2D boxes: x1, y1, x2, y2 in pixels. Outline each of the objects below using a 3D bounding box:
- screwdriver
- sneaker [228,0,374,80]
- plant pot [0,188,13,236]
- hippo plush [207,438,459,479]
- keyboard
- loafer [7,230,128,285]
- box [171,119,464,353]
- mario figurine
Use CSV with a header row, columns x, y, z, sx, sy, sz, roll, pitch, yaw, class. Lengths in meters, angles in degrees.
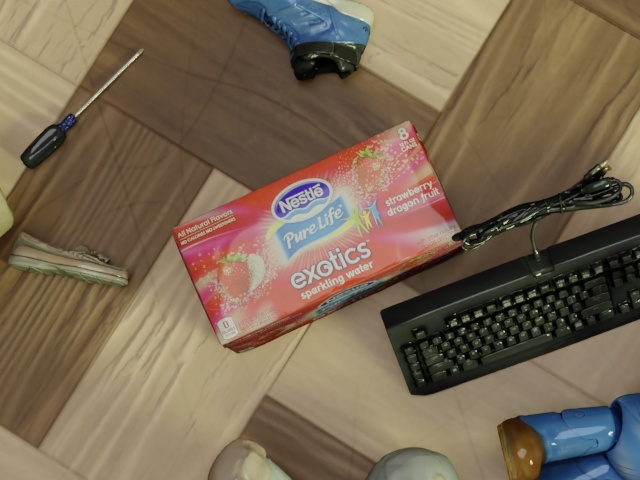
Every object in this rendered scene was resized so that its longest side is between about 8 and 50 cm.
x,y,z,sx,sy,sz,roll,pitch,yaw,class
-0.241,-0.137,1.893,0.024,0.025,0.170,44,89,9,screwdriver
-0.028,-0.208,1.866,0.152,0.058,0.084,14,75,0,sneaker
-0.475,-0.009,1.770,0.305,0.334,0.334,-39,81,-12,plant pot
0.036,0.308,1.703,0.237,0.234,0.294,-13,81,4,hippo plush
0.212,0.035,1.762,0.317,0.201,0.033,-21,38,1,keyboard
-0.251,0.017,1.865,0.125,0.045,0.039,9,77,9,loafer
0.000,0.000,1.803,0.257,0.122,0.128,-24,80,2,box
0.333,0.188,1.720,0.321,0.198,0.170,-20,69,6,mario figurine
